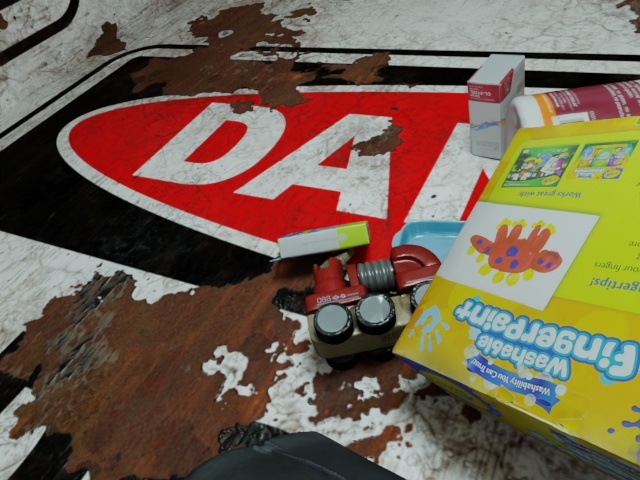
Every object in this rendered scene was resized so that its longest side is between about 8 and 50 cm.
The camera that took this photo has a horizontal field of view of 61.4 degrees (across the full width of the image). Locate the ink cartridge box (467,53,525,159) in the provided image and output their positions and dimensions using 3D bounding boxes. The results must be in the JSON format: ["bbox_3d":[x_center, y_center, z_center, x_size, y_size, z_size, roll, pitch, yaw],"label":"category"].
[{"bbox_3d":[0.368,-0.277,1.123,0.072,0.175,0.127,17,50,34],"label":"ink cartridge box"}]

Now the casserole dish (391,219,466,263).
[{"bbox_3d":[0.221,0.014,0.948,0.188,0.037,0.114,3,44,17],"label":"casserole dish"}]

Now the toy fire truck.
[{"bbox_3d":[0.083,0.067,0.869,0.217,0.158,0.246,-13,52,2],"label":"toy fire truck"}]

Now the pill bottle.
[{"bbox_3d":[0.531,-0.158,0.909,0.392,0.224,0.224,-5,42,10],"label":"pill bottle"}]

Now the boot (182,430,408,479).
[{"bbox_3d":[-0.020,0.264,0.424,0.445,0.367,0.146,0,80,55],"label":"boot"}]

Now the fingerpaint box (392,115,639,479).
[{"bbox_3d":[0.342,0.055,0.566,0.371,0.163,0.445,-58,27,-12],"label":"fingerpaint box"}]

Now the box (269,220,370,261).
[{"bbox_3d":[0.000,0.000,0.982,0.178,0.042,0.109,-10,3,7],"label":"box"}]
